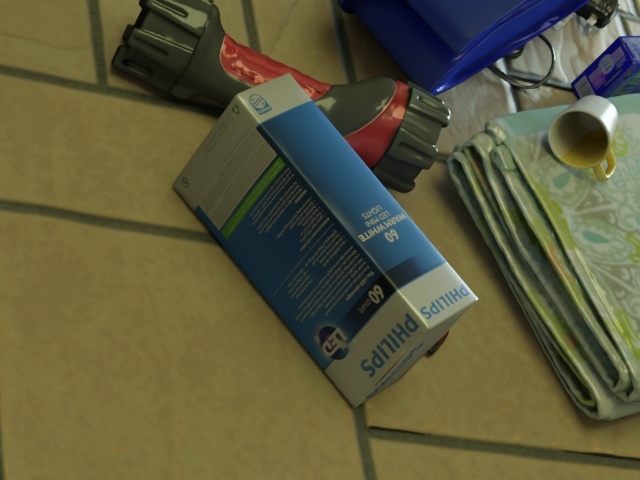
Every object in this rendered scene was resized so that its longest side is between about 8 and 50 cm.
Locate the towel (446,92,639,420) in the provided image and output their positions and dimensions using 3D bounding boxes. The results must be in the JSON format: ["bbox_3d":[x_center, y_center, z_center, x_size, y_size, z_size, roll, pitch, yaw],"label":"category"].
[{"bbox_3d":[0.328,0.005,1.860,0.374,0.090,0.320,-12,65,-39],"label":"towel"}]

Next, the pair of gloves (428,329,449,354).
[{"bbox_3d":[0.080,0.066,1.696,0.083,0.010,0.074,37,45,2],"label":"pair of gloves"}]

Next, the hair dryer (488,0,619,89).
[{"bbox_3d":[0.191,-0.317,2.032,0.293,0.080,0.223,46,45,7],"label":"hair dryer"}]

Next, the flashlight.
[{"bbox_3d":[-0.031,-0.150,1.731,0.304,0.103,0.103,27,46,-14],"label":"flashlight"}]

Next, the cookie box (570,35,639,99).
[{"bbox_3d":[0.341,-0.182,2.014,0.107,0.092,0.040,-6,62,-38],"label":"cookie box"}]

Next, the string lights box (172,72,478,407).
[{"bbox_3d":[0.000,0.000,1.606,0.077,0.133,0.259,-28,74,-45],"label":"string lights box"}]

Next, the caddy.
[{"bbox_3d":[0.175,-0.300,1.867,0.341,0.241,0.179,-32,84,-22],"label":"caddy"}]

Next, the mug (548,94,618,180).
[{"bbox_3d":[0.258,-0.103,1.802,0.062,0.078,0.064,14,31,19],"label":"mug"}]
